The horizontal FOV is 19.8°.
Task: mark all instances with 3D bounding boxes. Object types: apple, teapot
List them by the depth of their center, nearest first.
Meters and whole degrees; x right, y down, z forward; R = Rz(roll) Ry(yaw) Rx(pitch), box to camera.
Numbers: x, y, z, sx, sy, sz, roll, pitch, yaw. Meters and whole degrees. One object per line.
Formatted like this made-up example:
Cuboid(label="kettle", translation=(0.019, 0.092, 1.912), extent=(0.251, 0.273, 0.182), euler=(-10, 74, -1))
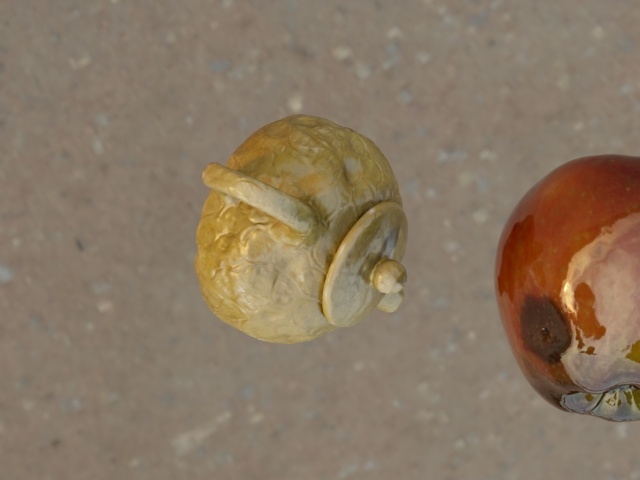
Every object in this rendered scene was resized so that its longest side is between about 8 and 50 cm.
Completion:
Cuboid(label="apple", translation=(0.257, 0.041, 1.516), extent=(0.230, 0.230, 0.230), euler=(-19, 141, -16))
Cuboid(label="teapot", translation=(0.000, 0.000, 1.589), extent=(0.203, 0.167, 0.311), euler=(-61, 153, -6))
